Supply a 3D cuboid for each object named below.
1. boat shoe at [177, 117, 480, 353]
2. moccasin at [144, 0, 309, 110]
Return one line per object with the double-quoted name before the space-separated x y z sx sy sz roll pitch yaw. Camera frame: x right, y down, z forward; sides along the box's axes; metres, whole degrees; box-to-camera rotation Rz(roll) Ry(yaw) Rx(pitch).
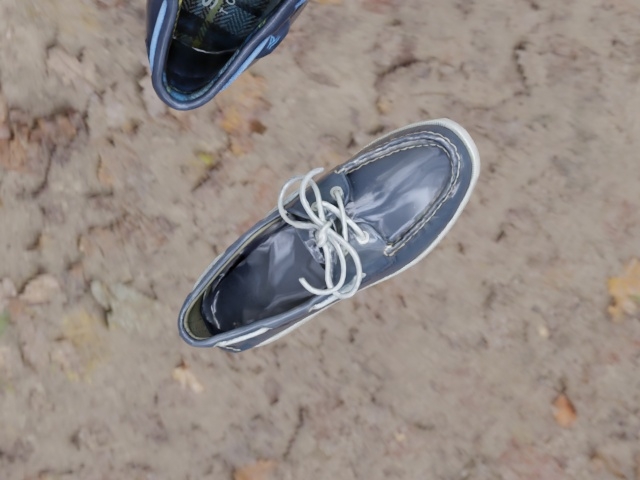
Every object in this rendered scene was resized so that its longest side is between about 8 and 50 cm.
"boat shoe" 0.000 0.000 0.970 0.255 0.079 0.095 -31 83 24
"moccasin" -0.003 -0.199 0.757 0.138 0.116 0.342 19 135 -11
